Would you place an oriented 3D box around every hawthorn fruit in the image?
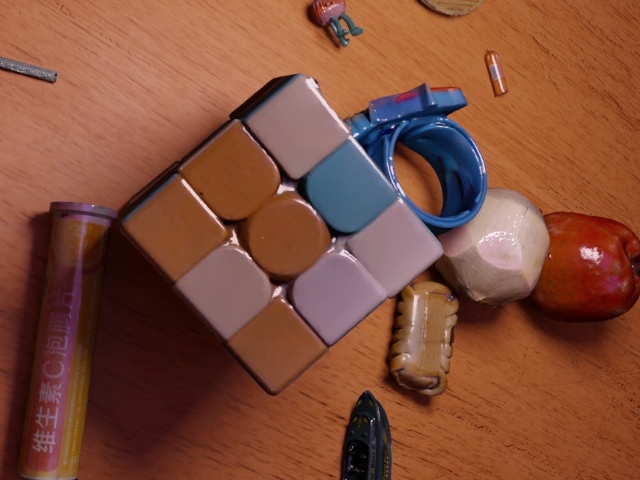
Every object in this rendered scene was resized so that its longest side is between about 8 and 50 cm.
[{"bbox_3d":[0.581,0.050,1.848,0.254,0.300,0.254,10,75,-42],"label":"hawthorn fruit"}]

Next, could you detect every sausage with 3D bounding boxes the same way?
[{"bbox_3d":[0.391,-0.377,1.939,0.031,0.031,0.107,-18,95,-31],"label":"sausage"}]

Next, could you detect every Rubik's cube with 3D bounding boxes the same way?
[{"bbox_3d":[-0.072,-0.027,1.372,0.344,0.346,0.347,-39,101,-1],"label":"Rubik's cube"}]

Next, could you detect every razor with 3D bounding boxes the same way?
[{"bbox_3d":[-0.522,-0.286,1.381,0.211,0.036,0.084,10,103,-36],"label":"razor"}]

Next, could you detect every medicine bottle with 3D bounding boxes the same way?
[{"bbox_3d":[-0.395,0.156,1.364,0.108,0.108,0.425,9,81,-30],"label":"medicine bottle"}]

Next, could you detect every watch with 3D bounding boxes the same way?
[{"bbox_3d":[0.156,-0.129,1.628,0.305,0.241,0.274,-19,86,-31],"label":"watch"}]

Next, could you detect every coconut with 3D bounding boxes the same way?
[{"bbox_3d":[0.338,0.024,1.753,0.227,0.227,0.230,42,65,-21],"label":"coconut"}]

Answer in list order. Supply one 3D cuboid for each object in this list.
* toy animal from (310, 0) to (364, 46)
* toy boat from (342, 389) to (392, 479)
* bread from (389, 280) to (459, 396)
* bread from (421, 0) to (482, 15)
[{"bbox_3d":[0.026,-0.484,1.702,0.103,0.100,0.208,-11,81,-54],"label":"toy animal"},{"bbox_3d":[0.083,0.405,1.631,0.103,0.093,0.246,10,80,-38],"label":"toy boat"},{"bbox_3d":[0.201,0.191,1.734,0.134,0.081,0.225,17,78,-23],"label":"bread"},{"bbox_3d":[0.267,-0.612,1.883,0.267,0.040,0.266,4,82,-31],"label":"bread"}]
